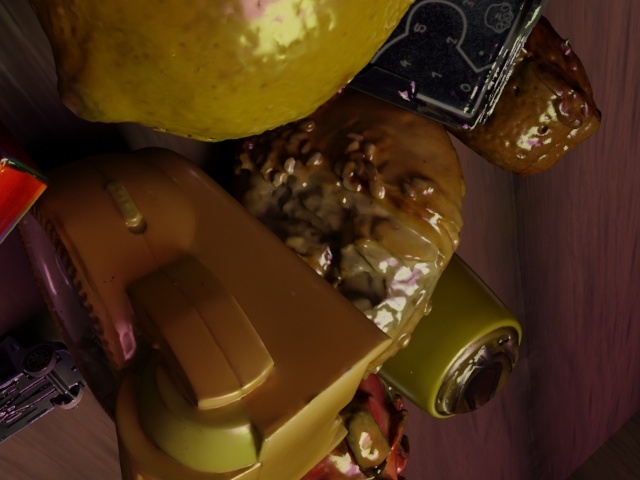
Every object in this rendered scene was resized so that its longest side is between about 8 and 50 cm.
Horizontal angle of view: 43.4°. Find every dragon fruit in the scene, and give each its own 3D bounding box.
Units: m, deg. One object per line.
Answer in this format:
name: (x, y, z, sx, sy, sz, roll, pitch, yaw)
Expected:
dragon fruit: (0.001, 0.263, 1.022, 0.314, 0.263, 0.296, -44, 144, -4)

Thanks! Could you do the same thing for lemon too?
lemon: (-0.061, -0.201, 0.520, 0.310, 0.257, 0.258, -57, 145, -8)

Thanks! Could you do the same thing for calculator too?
calculator: (0.043, -0.208, 0.670, 0.273, 0.028, 0.166, 20, 117, -5)

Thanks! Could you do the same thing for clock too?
clock: (-0.123, 0.065, 0.664, 0.200, 0.317, 0.244, -27, 153, -30)

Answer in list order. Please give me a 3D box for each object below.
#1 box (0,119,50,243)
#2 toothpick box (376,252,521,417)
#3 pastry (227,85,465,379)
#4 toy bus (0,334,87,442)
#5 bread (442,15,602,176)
box: (-0.290, -0.013, 0.592, 0.175, 0.112, 0.048, -51, 144, 3)
toothpick box: (0.098, 0.073, 0.930, 0.175, 0.271, 0.175, -27, 140, -26)
pastry: (0.000, 0.000, 0.776, 0.161, 0.255, 0.311, -6, 122, -47)
toy bus: (-0.308, 0.147, 0.757, 0.167, 0.076, 0.073, -33, 141, -15)
bread: (0.177, -0.172, 0.809, 0.232, 0.247, 0.135, 8, 128, -52)
